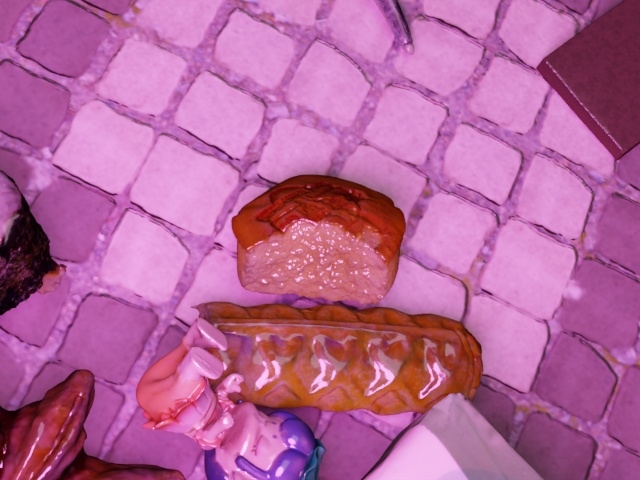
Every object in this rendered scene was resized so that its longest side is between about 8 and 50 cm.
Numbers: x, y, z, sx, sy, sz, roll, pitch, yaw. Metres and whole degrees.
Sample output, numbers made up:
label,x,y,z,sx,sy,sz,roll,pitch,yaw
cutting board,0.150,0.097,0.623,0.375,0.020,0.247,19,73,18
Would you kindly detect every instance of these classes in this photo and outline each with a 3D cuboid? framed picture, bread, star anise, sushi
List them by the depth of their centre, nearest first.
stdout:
label,x,y,z,sx,sy,sz,roll,pitch,yaw
star anise,-0.262,0.232,1.273,0.315,0.108,0.315,-1,92,-15
sushi,-0.334,0.030,1.336,0.147,0.115,0.212,36,67,25
bread,0.017,0.106,1.424,0.269,0.098,0.087,4,109,-13
bread,-0.002,-0.006,1.449,0.156,0.086,0.125,3,35,-1
framed picture,0.323,-0.177,1.652,0.168,0.023,0.128,-36,82,-24

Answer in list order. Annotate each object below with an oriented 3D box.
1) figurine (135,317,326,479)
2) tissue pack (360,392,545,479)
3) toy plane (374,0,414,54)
label,x,y,z,sx,sy,sz,roll,pitch,yaw
figurine,-0.070,0.159,1.329,0.195,0.102,0.111,45,26,-19
tissue pack,0.070,0.339,1.285,0.266,0.194,0.356,45,65,4
toy plane,0.042,-0.310,1.595,0.192,0.088,0.262,-22,76,-23
